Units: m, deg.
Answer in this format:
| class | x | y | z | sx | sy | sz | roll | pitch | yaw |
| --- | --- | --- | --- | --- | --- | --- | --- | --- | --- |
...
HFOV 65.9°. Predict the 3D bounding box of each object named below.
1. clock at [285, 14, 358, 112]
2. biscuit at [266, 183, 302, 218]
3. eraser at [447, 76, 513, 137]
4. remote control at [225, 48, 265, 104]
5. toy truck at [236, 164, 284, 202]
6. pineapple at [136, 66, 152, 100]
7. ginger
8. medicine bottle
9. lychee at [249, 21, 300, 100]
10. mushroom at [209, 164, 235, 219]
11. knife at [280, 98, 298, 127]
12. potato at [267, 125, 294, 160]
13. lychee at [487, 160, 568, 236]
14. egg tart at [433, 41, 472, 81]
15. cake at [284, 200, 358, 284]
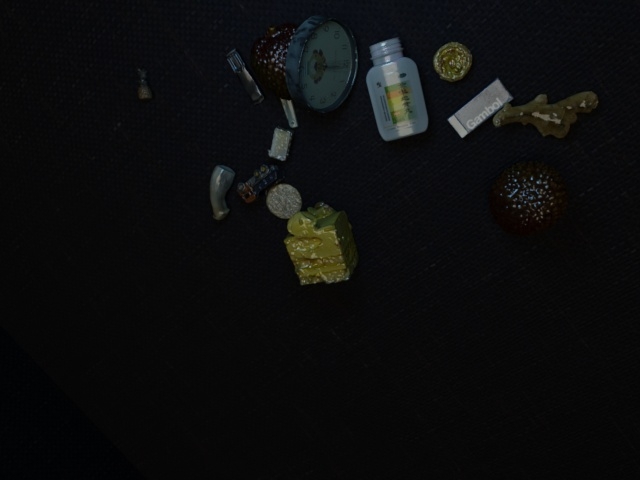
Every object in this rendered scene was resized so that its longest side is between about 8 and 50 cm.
| class | x | y | z | sx | sy | sz | roll | pitch | yaw |
| --- | --- | --- | --- | --- | --- | --- | --- | --- | --- |
| clock | 0.010 | -0.581 | 1.647 | 0.061 | 0.312 | 0.313 | 25 | 116 | 36 |
| biscuit | -0.145 | -0.158 | 1.980 | 0.151 | 0.020 | 0.152 | 4 | 110 | 10 |
| eraser | 0.549 | -0.455 | 1.702 | 0.212 | 0.046 | 0.092 | -39 | 97 | 22 |
| remote control | -0.280 | -0.611 | 1.846 | 0.059 | 0.028 | 0.212 | -28 | 101 | 19 |
| toy truck | -0.231 | -0.224 | 1.933 | 0.192 | 0.083 | 0.092 | -34 | 86 | 22 |
| pineapple | -0.693 | -0.614 | 1.935 | 0.058 | 0.058 | 0.125 | -4 | 94 | 14 |
| ginger | 0.744 | -0.419 | 1.647 | 0.333 | 0.081 | 0.148 | 1 | 113 | 6 |
| medicine bottle | 0.259 | -0.521 | 1.706 | 0.179 | 0.124 | 0.325 | -11 | 105 | 17 |
| lychee | -0.118 | -0.615 | 1.708 | 0.235 | 0.236 | 0.272 | -12 | 128 | 16 |
| mushroom | -0.405 | -0.190 | 1.996 | 0.081 | 0.091 | 0.224 | 32 | 118 | 48 |
| knife | -0.121 | -0.503 | 1.851 | 0.044 | 0.023 | 0.162 | -11 | 106 | 14 |
| potato | -0.149 | -0.370 | 1.885 | 0.086 | 0.061 | 0.122 | 19 | 114 | 5 |
| lychee | 0.704 | -0.135 | 1.671 | 0.267 | 0.267 | 0.268 | 4 | 110 | 11 |
| egg tart | 0.448 | -0.604 | 1.673 | 0.128 | 0.049 | 0.129 | 2 | 104 | 10 |
| cake | 0.000 | 0.000 | 1.891 | 0.222 | 0.227 | 0.286 | -11 | 106 | 17 |
